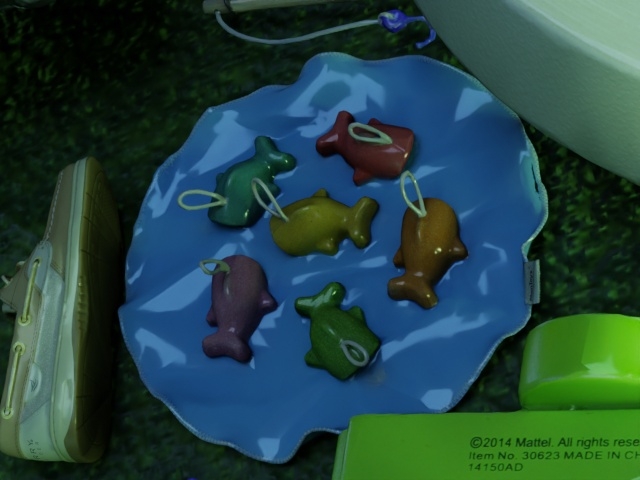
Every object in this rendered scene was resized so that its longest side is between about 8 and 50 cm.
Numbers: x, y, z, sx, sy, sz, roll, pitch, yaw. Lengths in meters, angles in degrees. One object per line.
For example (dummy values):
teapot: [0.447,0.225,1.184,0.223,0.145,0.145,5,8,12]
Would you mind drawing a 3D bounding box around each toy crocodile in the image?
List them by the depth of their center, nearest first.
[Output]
toy crocodile: [0.156,0.087,0.605,0.340,0.105,0.115,-8,59,24]

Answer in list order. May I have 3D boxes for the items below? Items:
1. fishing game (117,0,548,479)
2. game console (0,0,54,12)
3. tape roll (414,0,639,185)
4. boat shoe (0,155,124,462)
fishing game: [0.000,0.000,0.751,0.189,0.041,0.264,2,64,24]
game console: [-0.280,-0.180,0.904,0.386,0.060,0.342,-19,51,10]
tape roll: [0.206,-0.183,0.697,0.392,0.072,0.392,-4,59,6]
boat shoe: [-0.111,0.027,0.776,0.045,0.050,0.135,-6,59,14]
